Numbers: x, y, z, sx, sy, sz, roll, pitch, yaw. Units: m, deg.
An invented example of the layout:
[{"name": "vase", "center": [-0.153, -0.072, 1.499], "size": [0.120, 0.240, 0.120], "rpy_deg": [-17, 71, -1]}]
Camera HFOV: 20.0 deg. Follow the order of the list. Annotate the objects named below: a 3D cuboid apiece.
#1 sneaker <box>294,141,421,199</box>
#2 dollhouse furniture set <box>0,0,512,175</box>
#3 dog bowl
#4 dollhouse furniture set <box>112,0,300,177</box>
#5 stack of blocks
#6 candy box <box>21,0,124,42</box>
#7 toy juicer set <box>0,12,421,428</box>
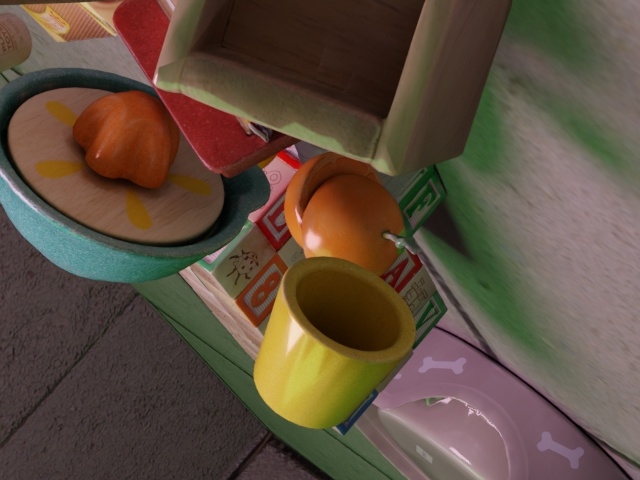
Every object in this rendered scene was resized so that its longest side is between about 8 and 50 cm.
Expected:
[{"name": "sneaker", "center": [-0.006, -0.115, 1.039], "size": [0.147, 0.104, 0.296], "rpy_deg": [40, 164, 20]}, {"name": "dollhouse furniture set", "center": [-0.038, -0.216, 0.530], "size": [0.286, 0.303, 0.198], "rpy_deg": [21, -167, 10]}, {"name": "dog bowl", "center": [0.170, 0.214, 1.723], "size": [0.349, 0.102, 0.349], "rpy_deg": [40, 169, 10]}, {"name": "dollhouse furniture set", "center": [-0.090, -0.236, 0.819], "size": [0.374, 0.152, 0.201], "rpy_deg": [56, 176, 21]}, {"name": "stack of blocks", "center": [0.000, 0.000, 1.271], "size": [0.087, 0.171, 0.297], "rpy_deg": [36, 169, 30]}, {"name": "candy box", "center": [-0.249, -0.278, 1.271], "size": [0.316, 0.087, 0.183], "rpy_deg": [45, 169, -18]}, {"name": "toy juicer set", "center": [-0.092, -0.054, 0.909], "size": [0.329, 0.209, 0.089], "rpy_deg": [27, 126, -3]}]
